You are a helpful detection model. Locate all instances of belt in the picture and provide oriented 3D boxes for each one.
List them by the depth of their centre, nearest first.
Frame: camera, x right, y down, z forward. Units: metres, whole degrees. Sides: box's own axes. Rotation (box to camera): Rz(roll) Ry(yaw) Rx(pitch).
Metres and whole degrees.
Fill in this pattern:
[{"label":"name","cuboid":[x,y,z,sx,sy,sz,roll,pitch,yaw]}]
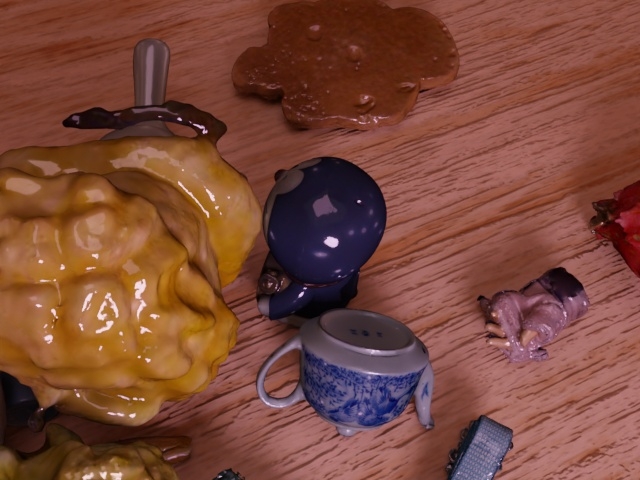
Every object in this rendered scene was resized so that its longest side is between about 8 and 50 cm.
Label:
[{"label":"belt","cuboid":[0.165,0.293,0.918,0.065,0.100,0.179,30,76,14]}]

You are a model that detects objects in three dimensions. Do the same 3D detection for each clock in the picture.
[{"label":"clock","cuboid":[0.000,0.000,0.987,0.146,0.243,0.200,25,57,9]}]

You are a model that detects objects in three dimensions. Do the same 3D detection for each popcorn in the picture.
[{"label":"popcorn","cuboid":[-0.239,0.295,0.785,0.255,0.256,0.195,27,47,-20]},{"label":"popcorn","cuboid":[-0.229,0.012,0.852,0.349,0.349,0.382,25,78,12]}]

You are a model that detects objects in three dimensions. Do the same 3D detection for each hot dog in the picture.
[{"label":"hot dog","cuboid":[-0.221,0.257,0.933,0.137,0.028,0.044,-4,32,-9]}]

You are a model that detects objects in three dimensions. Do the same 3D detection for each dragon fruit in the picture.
[{"label":"dragon fruit","cuboid":[0.495,-0.017,1.056,0.268,0.205,0.210,10,18,29]}]

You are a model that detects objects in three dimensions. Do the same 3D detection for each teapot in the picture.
[{"label":"teapot","cuboid":[0.039,0.170,0.949,0.232,0.159,0.159,8,57,-9]},{"label":"teapot","cuboid":[-0.258,-0.118,1.100,0.220,0.149,0.318,-23,63,-19]}]

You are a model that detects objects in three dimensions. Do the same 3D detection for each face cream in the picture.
[{"label":"face cream","cuboid":[-0.380,0.105,0.992,0.077,0.077,0.250,-13,58,-12]}]

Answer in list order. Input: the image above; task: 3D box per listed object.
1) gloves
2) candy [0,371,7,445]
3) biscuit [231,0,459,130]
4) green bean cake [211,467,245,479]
[{"label":"gloves","cuboid":[0.280,0.098,1.028,0.144,0.094,0.110,-19,49,7]},{"label":"candy","cuboid":[-0.552,0.187,0.864,0.427,0.186,0.386,27,66,10]},{"label":"biscuit","cuboid":[0.041,-0.287,1.285,0.375,0.051,0.269,-9,61,-8]},{"label":"green bean cake","cuboid":[-0.035,0.361,0.833,0.208,0.107,0.193,10,54,2]}]
